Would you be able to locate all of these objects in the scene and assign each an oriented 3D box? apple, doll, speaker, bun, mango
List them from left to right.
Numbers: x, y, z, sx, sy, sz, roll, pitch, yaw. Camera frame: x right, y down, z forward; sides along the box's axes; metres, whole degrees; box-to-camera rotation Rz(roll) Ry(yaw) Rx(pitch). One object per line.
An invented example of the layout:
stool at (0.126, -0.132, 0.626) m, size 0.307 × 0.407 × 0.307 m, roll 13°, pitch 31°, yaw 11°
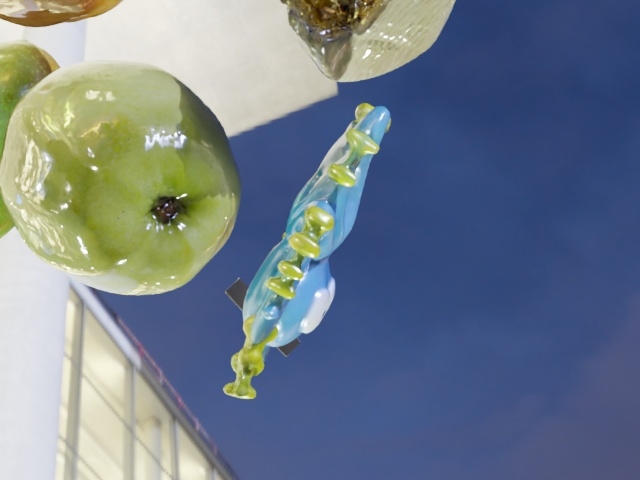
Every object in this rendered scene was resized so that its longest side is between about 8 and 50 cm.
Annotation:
mango at (-0.543, -0.152, 1.554) m, size 0.201 × 0.225 × 0.382 m, roll 19°, pitch -87°, yaw -45°
apple at (-0.287, -0.093, 1.364) m, size 0.357 × 0.357 × 0.357 m, roll -6°, pitch -50°, yaw -7°
speaker at (-0.124, 0.166, 1.982) m, size 0.046 × 0.040 × 0.191 m, roll -43°, pitch -93°, yaw -11°
doll at (0.000, 0.000, 1.081) m, size 0.099 × 0.346 × 0.341 m, roll 29°, pitch -75°, yaw -4°
bun at (0.066, -0.365, 1.255) m, size 0.281 × 0.205 × 0.281 m, roll -25°, pitch -23°, yaw -11°

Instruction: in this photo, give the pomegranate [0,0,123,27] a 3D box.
pomegranate at (-0.276, -0.370, 0.870) m, size 0.342 × 0.342 × 0.342 m, roll -6°, pitch -50°, yaw -7°
